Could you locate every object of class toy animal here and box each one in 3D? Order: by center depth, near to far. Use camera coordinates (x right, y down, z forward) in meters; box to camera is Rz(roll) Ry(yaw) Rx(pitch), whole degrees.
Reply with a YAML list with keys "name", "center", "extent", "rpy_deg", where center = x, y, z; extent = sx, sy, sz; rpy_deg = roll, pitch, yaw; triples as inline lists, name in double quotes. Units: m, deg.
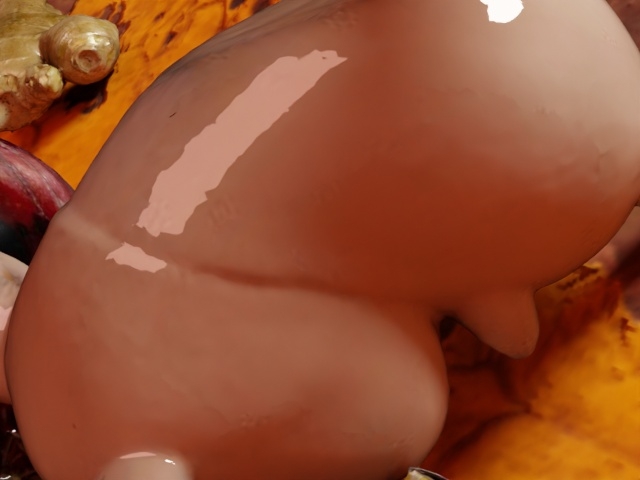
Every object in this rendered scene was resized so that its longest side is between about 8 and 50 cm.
- name: "toy animal"
  center: [0.001, -0.001, 0.567]
  extent: [0.250, 0.154, 0.166]
  rpy_deg: [-43, 28, -7]

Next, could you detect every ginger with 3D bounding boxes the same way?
- name: "ginger"
  center: [-0.191, -0.115, 0.993]
  extent: [0.193, 0.052, 0.176]
  rpy_deg: [-28, 44, 26]

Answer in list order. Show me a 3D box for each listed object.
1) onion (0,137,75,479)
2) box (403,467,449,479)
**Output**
- name: "onion"
  center: [-0.203, 0.068, 0.677]
  extent: [0.281, 0.221, 0.281]
  rpy_deg: [-5, 72, 16]
- name: "box"
  center: [-0.007, 0.167, 0.518]
  extent: [0.041, 0.050, 0.207]
  rpy_deg: [21, 72, 52]
